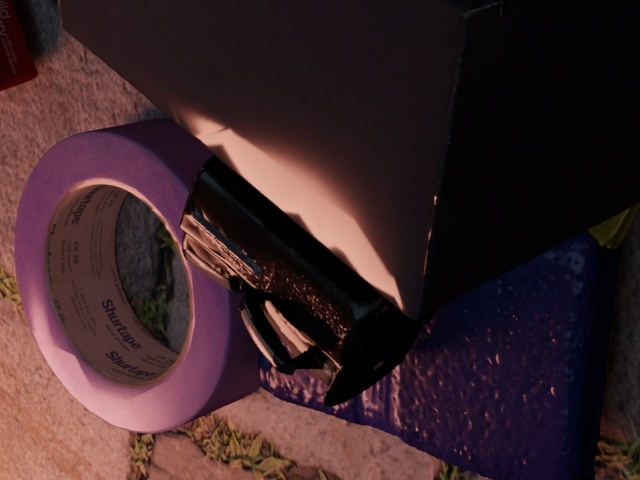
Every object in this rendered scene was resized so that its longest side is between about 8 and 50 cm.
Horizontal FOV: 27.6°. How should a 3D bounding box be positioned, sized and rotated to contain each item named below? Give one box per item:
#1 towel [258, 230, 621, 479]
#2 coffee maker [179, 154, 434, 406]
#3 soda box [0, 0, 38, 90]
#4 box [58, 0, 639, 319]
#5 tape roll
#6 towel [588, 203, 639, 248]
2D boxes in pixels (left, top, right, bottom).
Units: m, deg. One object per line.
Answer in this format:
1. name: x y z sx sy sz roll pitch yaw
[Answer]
1. towel: 0.084 0.052 1.005 0.308 0.076 0.227 17 115 37
2. coffee maker: 0.000 0.000 0.945 0.178 0.120 0.171 43 110 22
3. soda box: -0.367 -0.264 1.247 0.083 0.092 0.263 -6 104 50
4. box: 0.064 -0.167 0.752 0.343 0.313 0.179 40 139 35
5. tape roll: -0.155 0.031 1.178 0.275 0.090 0.274 11 108 36
6. towel: 0.144 -0.100 0.897 0.237 0.021 0.102 49 130 41
